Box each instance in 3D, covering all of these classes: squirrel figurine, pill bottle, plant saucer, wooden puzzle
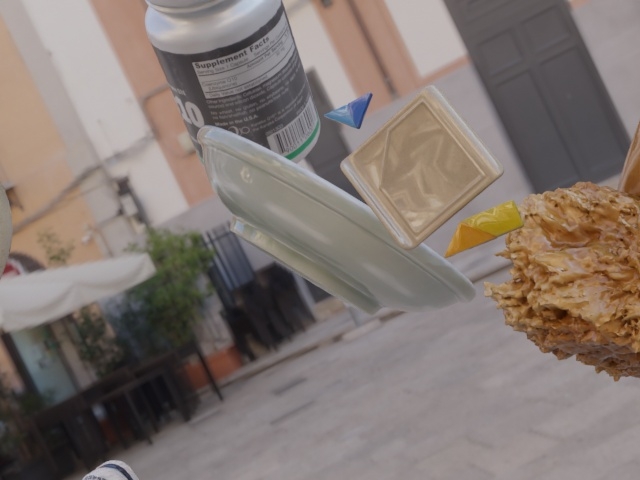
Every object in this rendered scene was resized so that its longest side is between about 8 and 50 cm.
[{"bbox_3d":[0.338,-0.004,0.847,0.397,0.281,0.370,-37,3,11],"label":"squirrel figurine"},{"bbox_3d":[-0.138,-0.282,1.625,0.204,0.361,0.204,-11,41,9],"label":"pill bottle"},{"bbox_3d":[0.000,0.000,1.365,0.100,0.400,0.400,-58,5,-4],"label":"plant saucer"},{"bbox_3d":[0.058,-0.040,0.617,0.078,0.116,0.014,-33,-14,14],"label":"wooden puzzle"}]

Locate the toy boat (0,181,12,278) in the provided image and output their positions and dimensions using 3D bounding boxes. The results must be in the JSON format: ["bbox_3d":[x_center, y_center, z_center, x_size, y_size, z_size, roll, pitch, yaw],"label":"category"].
[{"bbox_3d":[-0.554,-0.028,1.415,0.148,0.318,0.267,-83,16,-79],"label":"toy boat"}]

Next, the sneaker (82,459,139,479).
[{"bbox_3d":[-0.261,0.428,1.577,0.090,0.235,0.095,-45,-1,5],"label":"sneaker"}]
